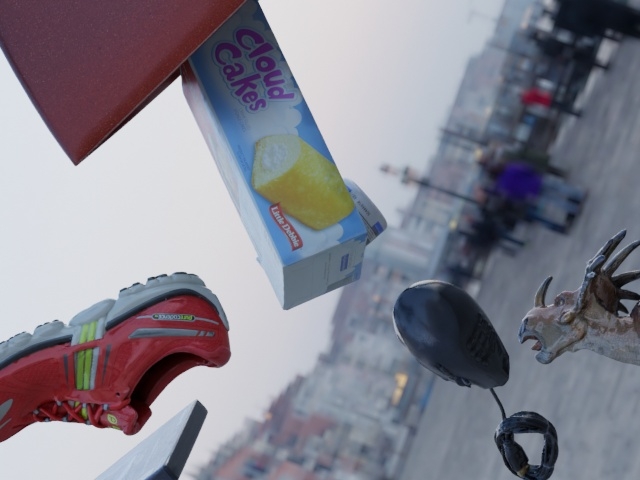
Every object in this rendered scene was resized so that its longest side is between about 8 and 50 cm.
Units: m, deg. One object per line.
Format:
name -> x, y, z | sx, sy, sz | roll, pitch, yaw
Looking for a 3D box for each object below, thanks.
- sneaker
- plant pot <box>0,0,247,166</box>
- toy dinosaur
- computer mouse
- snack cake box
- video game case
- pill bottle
sneaker -> -0.209, 0.130, 1.393 | 0.279, 0.118, 0.107 | -28, -22, -3
plant pot -> -0.182, -0.275, 1.465 | 0.267, 0.236, 0.267 | -40, 7, 28
toy dinosaur -> 0.363, 0.066, 1.522 | 0.127, 0.296, 0.200 | 95, 155, -43
computer mouse -> 0.116, 0.114, 1.126 | 0.242, 0.071, 0.041 | 54, -137, -38
snack cake box -> -0.050, -0.081, 1.497 | 0.152, 0.089, 0.264 | 92, 154, -73
video game case -> -0.241, 0.289, 1.646 | 0.274, 0.026, 0.196 | -38, 8, 13
pill bottle -> 0.000, 0.000, 1.716 | 0.137, 0.078, 0.078 | -41, -8, -5
